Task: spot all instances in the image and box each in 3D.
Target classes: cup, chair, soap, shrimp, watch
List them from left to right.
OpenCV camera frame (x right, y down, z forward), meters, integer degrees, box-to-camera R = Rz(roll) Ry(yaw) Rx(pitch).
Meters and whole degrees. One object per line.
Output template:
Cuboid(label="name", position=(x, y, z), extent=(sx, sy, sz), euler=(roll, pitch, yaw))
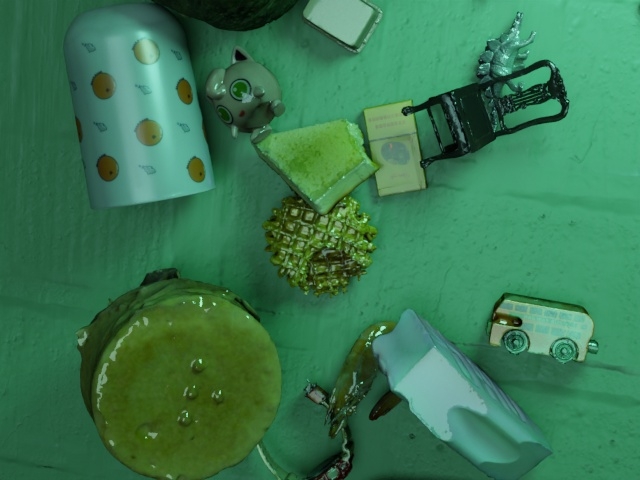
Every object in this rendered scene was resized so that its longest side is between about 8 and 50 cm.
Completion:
Cuboid(label="cup", position=(-0.306, -0.225, 1.481), extent=(0.213, 0.212, 0.317), euler=(-7, 98, 11))
Cuboid(label="watch", position=(-0.046, 0.330, 1.604), extent=(0.165, 0.102, 0.268), euler=(-25, 86, 7))
Cuboid(label="shrimp", position=(0.091, 0.253, 1.554), extent=(0.133, 0.053, 0.236), euler=(33, 81, -19))
Cuboid(label="soap", position=(0.243, 0.275, 1.483), extent=(0.109, 0.193, 0.324), euler=(-43, 117, 10))
Cuboid(label="chair", position=(0.263, -0.204, 1.402), extent=(0.229, 0.113, 0.106), euler=(-15, 99, 37))

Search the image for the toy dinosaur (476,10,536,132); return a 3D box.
Cuboid(label="toy dinosaur", position=(0.297, -0.272, 1.451), extent=(0.082, 0.039, 0.208), euler=(11, 104, 8))

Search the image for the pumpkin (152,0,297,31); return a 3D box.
Cuboid(label="pumpkin", position=(-0.172, -0.472, 1.378), extent=(0.328, 0.291, 0.257), euler=(29, 112, 13))

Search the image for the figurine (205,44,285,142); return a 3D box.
Cuboid(label="figurine", position=(-0.128, -0.242, 1.491), extent=(0.138, 0.125, 0.125), euler=(47, 104, 10))

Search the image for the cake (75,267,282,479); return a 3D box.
Cuboid(label="cake", position=(-0.256, 0.214, 1.524), extent=(0.333, 0.321, 0.332), euler=(-4, 102, -19))

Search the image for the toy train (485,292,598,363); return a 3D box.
Cuboid(label="toy train", position=(0.376, 0.148, 1.498), extent=(0.188, 0.072, 0.099), euler=(9, 96, 9))

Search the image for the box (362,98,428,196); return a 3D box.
Cuboid(label="box", position=(0.129, -0.157, 1.512), extent=(0.087, 0.023, 0.155), euler=(-9, 98, 9))

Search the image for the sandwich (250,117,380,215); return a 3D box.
Cuboid(label="sandwich", position=(-0.001, -0.153, 1.500), extent=(0.162, 0.058, 0.193), euler=(-41, 57, -8))

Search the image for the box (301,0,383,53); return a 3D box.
Cuboid(label="box", position=(0.033, -0.376, 1.469), extent=(0.122, 0.062, 0.089), euler=(33, 104, 2))

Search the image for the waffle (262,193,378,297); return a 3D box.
Cuboid(label="waffle", position=(0.000, 0.000, 1.538), extent=(0.193, 0.070, 0.197), euler=(-44, 90, 14))
